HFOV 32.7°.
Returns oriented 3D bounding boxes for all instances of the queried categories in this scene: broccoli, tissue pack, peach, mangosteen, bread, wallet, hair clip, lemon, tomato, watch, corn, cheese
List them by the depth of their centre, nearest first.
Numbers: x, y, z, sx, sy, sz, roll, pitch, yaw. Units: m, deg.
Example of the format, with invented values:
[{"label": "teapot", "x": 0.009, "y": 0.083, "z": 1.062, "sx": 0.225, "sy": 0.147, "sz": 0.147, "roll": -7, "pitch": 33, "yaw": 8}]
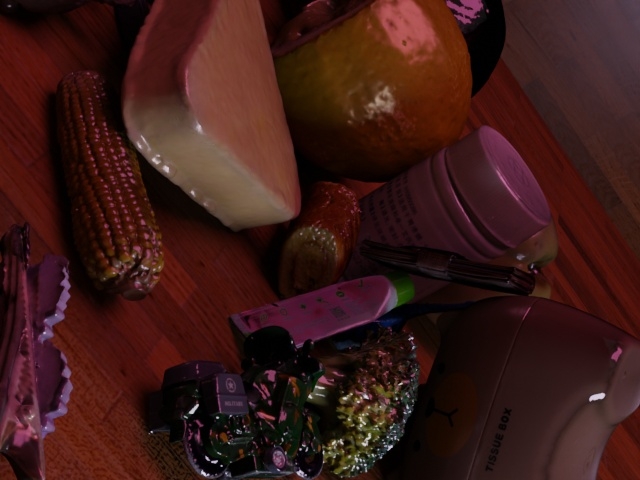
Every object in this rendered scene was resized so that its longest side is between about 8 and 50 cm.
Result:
[{"label": "hair clip", "x": -0.284, "y": 0.098, "z": 1.010, "sx": 0.084, "sy": 0.106, "sz": 0.292, "roll": 52, "pitch": 20, "yaw": -44}, {"label": "corn", "x": -0.251, "y": -0.071, "z": 1.272, "sx": 0.097, "sy": 0.097, "sz": 0.319, "roll": 25, "pitch": 39, "yaw": -50}, {"label": "cheese", "x": -0.144, "y": -0.185, "z": 1.405, "sx": 0.384, "sy": 0.104, "sz": 0.384, "roll": -10, "pitch": 90, "yaw": -74}, {"label": "broccoli", "x": 0.028, "y": 0.202, "z": 1.456, "sx": 0.194, "sy": 0.194, "sz": 0.219, "roll": 30, "pitch": 61, "yaw": -46}, {"label": "tissue pack", "x": 0.276, "y": 0.271, "z": 1.541, "sx": 0.267, "sy": 0.277, "sz": 0.387, "roll": 18, "pitch": 91, "yaw": -58}, {"label": "wallet", "x": 0.180, "y": 0.037, "z": 1.545, "sx": 0.124, "sy": 0.230, "sz": 0.042, "roll": 25, "pitch": 80, "yaw": -63}, {"label": "bread", "x": 0.000, "y": 0.000, "z": 1.594, "sx": 0.103, "sy": 0.132, "sz": 0.172, "roll": 13, "pitch": 28, "yaw": 6}, {"label": "watch", "x": -0.217, "y": -0.295, "z": 1.610, "sx": 0.193, "sy": 0.068, "sz": 0.206, "roll": 32, "pitch": 33, "yaw": -38}, {"label": "tomato", "x": 0.162, "y": 0.260, "z": 1.673, "sx": 0.087, "sy": 0.087, "sz": 0.075, "roll": 46, "pitch": -5, "yaw": -25}, {"label": "lemon", "x": 0.086, "y": -0.250, "z": 1.794, "sx": 0.364, "sy": 0.364, "sz": 0.364, "roll": 42, "pitch": 30, "yaw": -32}, {"label": "peach", "x": 0.270, "y": 0.026, "z": 1.900, "sx": 0.247, "sy": 0.292, "sz": 0.292, "roll": -25, "pitch": 85, "yaw": -56}, {"label": "mangosteen", "x": 0.136, "y": -0.413, "z": 2.077, "sx": 0.435, "sy": 0.382, "sz": 0.382, "roll": 4, "pitch": 53, "yaw": -22}]

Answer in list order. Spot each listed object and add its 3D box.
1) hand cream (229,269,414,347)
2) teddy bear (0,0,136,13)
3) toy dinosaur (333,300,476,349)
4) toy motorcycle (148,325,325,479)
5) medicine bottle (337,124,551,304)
[{"label": "hand cream", "x": 0.012, "y": 0.096, "z": 1.480, "sx": 0.275, "sy": 0.079, "sz": 0.050, "roll": -16, "pitch": 111, "yaw": -35}, {"label": "teddy bear", "x": -0.330, "y": -0.386, "z": 1.406, "sx": 0.236, "sy": 0.151, "sz": 0.267, "roll": 45, "pitch": 33, "yaw": -13}, {"label": "toy dinosaur", "x": 0.066, "y": 0.120, "z": 1.596, "sx": 0.329, "sy": 0.144, "sz": 0.076, "roll": -5, "pitch": 88, "yaw": -25}, {"label": "toy motorcycle", "x": -0.083, "y": 0.186, "z": 1.265, "sx": 0.275, "sy": 0.125, "sz": 0.187, "roll": 16, "pitch": 58, "yaw": -55}, {"label": "medicine bottle", "x": 0.177, "y": -0.025, "z": 1.714, "sx": 0.190, "sy": 0.332, "sz": 0.190, "roll": 42, "pitch": 30, "yaw": -32}]
